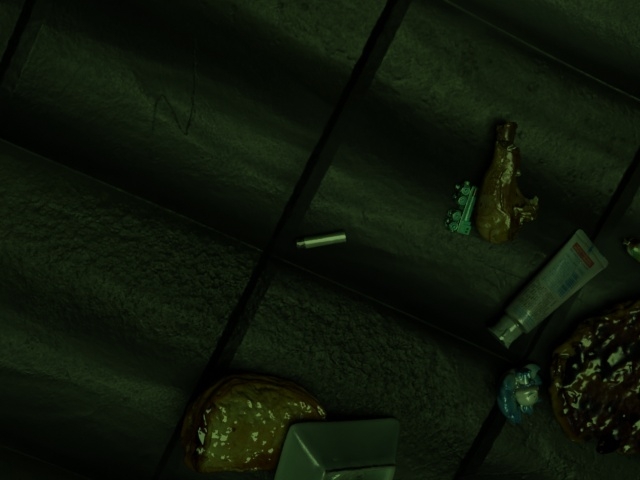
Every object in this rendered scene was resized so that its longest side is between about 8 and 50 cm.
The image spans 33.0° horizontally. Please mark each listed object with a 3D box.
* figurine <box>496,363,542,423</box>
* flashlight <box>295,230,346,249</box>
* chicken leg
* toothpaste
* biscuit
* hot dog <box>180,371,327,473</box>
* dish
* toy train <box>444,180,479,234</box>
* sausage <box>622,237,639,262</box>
[{"bbox_3d":[0.347,0.274,1.884,0.114,0.079,0.114,-6,98,-51],"label":"figurine"},{"bbox_3d":[0.000,0.000,1.790,0.083,0.018,0.018,-10,109,-4],"label":"flashlight"},{"bbox_3d":[0.309,-0.092,1.767,0.101,0.085,0.207,7,104,14],"label":"chicken leg"},{"bbox_3d":[0.388,0.089,1.852,0.234,0.057,0.089,-43,109,0],"label":"toothpaste"},{"bbox_3d":[0.556,0.236,1.900,0.334,0.081,0.289,-15,107,-7],"label":"biscuit"},{"bbox_3d":[-0.114,0.314,1.822,0.259,0.114,0.175,8,101,-32],"label":"hot dog"},{"bbox_3d":[0.041,0.401,1.832,0.243,0.080,0.181,4,109,-37],"label":"dish"},{"bbox_3d":[0.239,-0.054,1.800,0.045,0.029,0.092,13,103,-19],"label":"toy train"},{"bbox_3d":[0.628,0.071,1.883,0.269,0.033,0.032,34,100,-15],"label":"sausage"}]
